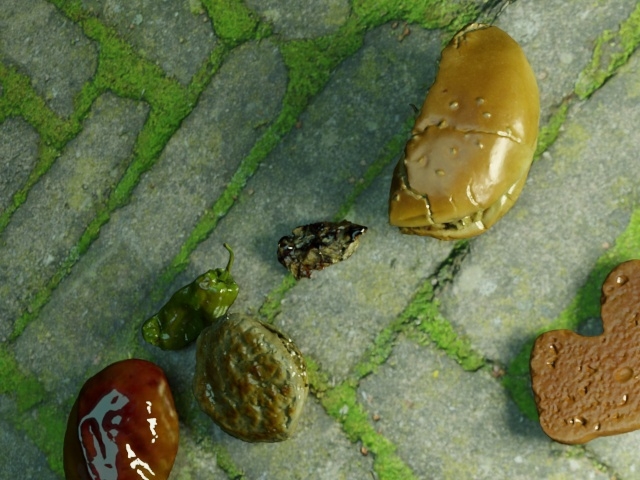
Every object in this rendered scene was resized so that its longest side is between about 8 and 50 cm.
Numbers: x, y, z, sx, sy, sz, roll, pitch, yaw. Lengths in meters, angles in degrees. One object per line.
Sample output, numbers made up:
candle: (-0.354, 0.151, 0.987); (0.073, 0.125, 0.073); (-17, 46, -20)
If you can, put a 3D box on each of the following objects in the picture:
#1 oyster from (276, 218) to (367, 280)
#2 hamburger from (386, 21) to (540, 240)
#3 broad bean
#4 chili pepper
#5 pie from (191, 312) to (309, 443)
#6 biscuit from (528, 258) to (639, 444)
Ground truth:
oyster: (-0.001, 0.000, 1.306); (0.132, 0.029, 0.086); (-40, 62, 15)
hamburger: (0.188, -0.129, 1.179); (0.157, 0.144, 0.283); (17, 83, 29)
broad bean: (-0.270, 0.275, 1.322); (0.156, 0.122, 0.228); (5, 84, 2)
chili pepper: (-0.162, 0.085, 1.344); (0.204, 0.073, 0.072); (-39, 80, 26)
pie: (-0.093, 0.183, 1.281); (0.193, 0.079, 0.163); (40, 106, 29)
biscuit: (0.327, 0.127, 1.101); (0.192, 0.036, 0.186); (-21, 66, 22)
